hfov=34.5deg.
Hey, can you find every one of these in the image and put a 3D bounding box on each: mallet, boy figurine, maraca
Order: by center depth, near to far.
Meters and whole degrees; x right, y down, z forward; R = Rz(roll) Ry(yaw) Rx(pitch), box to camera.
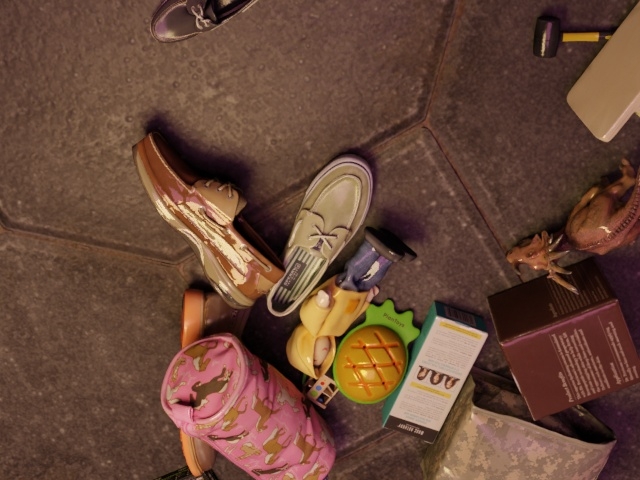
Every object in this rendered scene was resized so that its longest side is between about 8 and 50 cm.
[{"bbox_3d":[0.422,-0.324,1.592,0.189,0.039,0.062,-8,117,0],"label":"mallet"},{"bbox_3d":[0.033,0.108,1.719,0.092,0.177,0.285,41,104,24],"label":"boy figurine"},{"bbox_3d":[0.097,0.195,1.795,0.127,0.099,0.186,29,87,-8],"label":"maraca"}]

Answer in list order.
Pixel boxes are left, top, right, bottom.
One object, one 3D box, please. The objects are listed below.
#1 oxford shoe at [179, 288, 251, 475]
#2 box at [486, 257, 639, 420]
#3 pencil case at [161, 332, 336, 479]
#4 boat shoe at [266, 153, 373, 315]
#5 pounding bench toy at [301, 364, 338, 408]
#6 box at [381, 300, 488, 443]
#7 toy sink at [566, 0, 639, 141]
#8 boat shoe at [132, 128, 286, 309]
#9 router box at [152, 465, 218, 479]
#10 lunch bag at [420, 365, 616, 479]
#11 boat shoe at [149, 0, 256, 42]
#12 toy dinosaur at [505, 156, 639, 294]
[{"bbox_3d":[-0.180,0.258,1.809,0.132,0.130,0.364,1,116,-8],"label":"oxford shoe"},{"bbox_3d":[0.411,0.163,1.735,0.203,0.167,0.168,-21,113,10],"label":"box"},{"bbox_3d":[-0.113,0.300,1.721,0.160,0.167,0.386,-24,141,12],"label":"pencil case"},{"bbox_3d":[0.000,0.000,1.705,0.109,0.094,0.302,24,112,-10],"label":"boat shoe"},{"bbox_3d":[-0.011,0.249,1.840,0.083,0.052,0.065,34,110,-14],"label":"pounding bench toy"},{"bbox_3d":[0.200,0.236,1.827,0.100,0.060,0.244,20,113,-8],"label":"box"},{"bbox_3d":[0.511,-0.247,1.547,0.131,0.153,0.234,24,115,-24],"label":"toy sink"},{"bbox_3d":[-0.172,-0.046,1.662,0.120,0.122,0.324,-32,102,13],"label":"boat shoe"},{"bbox_3d":[-0.251,0.478,1.952,0.122,0.038,0.092,-24,111,11],"label":"router box"},{"bbox_3d":[0.353,0.388,1.837,0.287,0.169,0.235,20,113,-3],"label":"lunch bag"},{"bbox_3d":[-0.172,-0.357,1.564,0.206,0.065,0.075,-24,112,11],"label":"boat shoe"},{"bbox_3d":[0.437,-0.015,1.630,0.200,0.296,0.127,-37,84,-24],"label":"toy dinosaur"}]
